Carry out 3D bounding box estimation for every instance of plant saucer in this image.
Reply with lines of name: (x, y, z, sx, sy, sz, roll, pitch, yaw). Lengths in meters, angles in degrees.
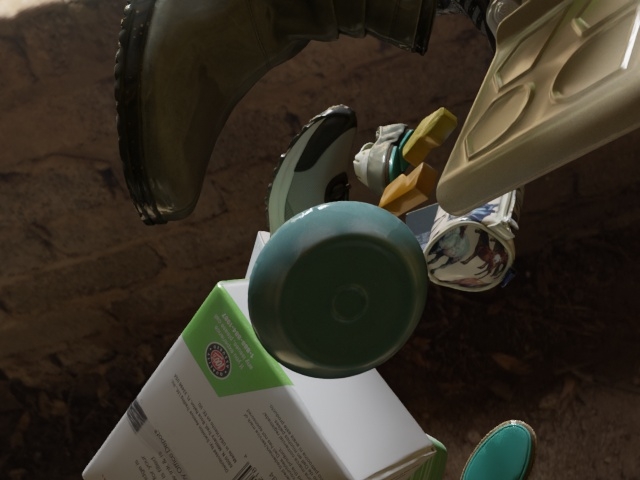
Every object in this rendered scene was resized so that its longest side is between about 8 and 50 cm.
plant saucer: (0.015, 0.036, 0.470, 0.119, 0.119, 0.021, -28, 21, -6)

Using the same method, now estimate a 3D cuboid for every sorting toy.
sorting toy: (0.172, -0.124, 0.646, 0.307, 0.041, 0.229, -31, 31, 54)

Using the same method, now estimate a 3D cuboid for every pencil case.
pencil case: (0.325, -0.077, 1.482, 0.183, 0.160, 0.410, -26, 23, 35)

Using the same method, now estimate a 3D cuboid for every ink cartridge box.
ink cartridge box: (-0.067, 0.194, 0.658, 0.198, 0.114, 0.273, 51, 120, 24)

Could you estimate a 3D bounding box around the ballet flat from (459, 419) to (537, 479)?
ballet flat: (0.189, 0.302, 0.867, 0.073, 0.067, 0.206, 29, 86, 35)

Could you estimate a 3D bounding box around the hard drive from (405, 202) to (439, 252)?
hard drive: (0.226, -0.010, 1.632, 0.094, 0.022, 0.135, -20, 55, 36)

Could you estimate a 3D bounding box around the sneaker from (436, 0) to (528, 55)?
sneaker: (0.239, -0.351, 1.152, 0.101, 0.153, 0.269, -14, 87, -38)

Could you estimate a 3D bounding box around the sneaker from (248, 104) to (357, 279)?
sneaker: (0.000, 0.000, 0.744, 0.107, 0.272, 0.100, 22, 24, 19)

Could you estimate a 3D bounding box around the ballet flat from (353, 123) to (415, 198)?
ballet flat: (0.076, -0.097, 0.959, 0.068, 0.072, 0.213, -1, 21, 16)

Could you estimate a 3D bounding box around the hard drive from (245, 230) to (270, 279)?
hard drive: (-0.143, 0.156, 1.626, 0.040, 0.308, 0.203, 12, 16, -17)

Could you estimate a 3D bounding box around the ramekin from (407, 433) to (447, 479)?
ramekin: (0.052, 0.346, 1.193, 0.303, 0.303, 0.148, 16, 73, 26)

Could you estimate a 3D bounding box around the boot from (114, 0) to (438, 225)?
boot: (-0.014, -0.121, 0.416, 0.161, 0.083, 0.247, 6, 68, 3)
